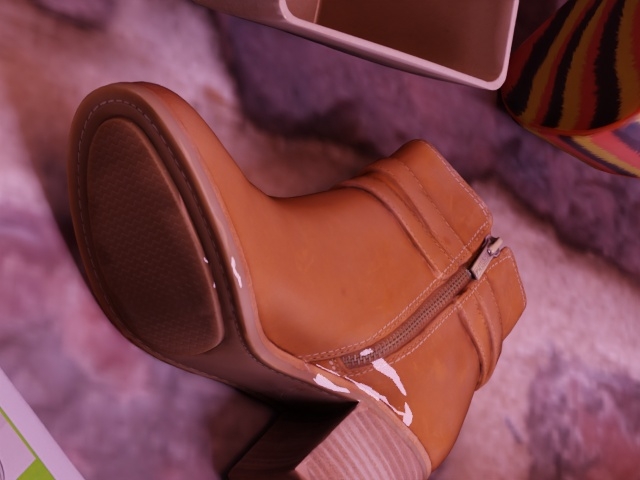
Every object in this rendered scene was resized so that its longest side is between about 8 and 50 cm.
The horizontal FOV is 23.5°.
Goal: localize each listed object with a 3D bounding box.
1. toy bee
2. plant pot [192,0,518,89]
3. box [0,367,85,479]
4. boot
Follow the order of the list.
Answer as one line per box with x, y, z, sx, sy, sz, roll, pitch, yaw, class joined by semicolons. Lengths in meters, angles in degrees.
0.196;-0.128;0.608;0.195;0.298;0.162;4;35;-23;toy bee
0.006;-0.119;0.570;0.109;0.096;0.109;12;86;-39;plant pot
-0.192;0.094;0.321;0.231;0.127;0.262;55;49;-16;box
0.000;0.000;0.563;0.152;0.073;0.197;-46;122;-38;boot
